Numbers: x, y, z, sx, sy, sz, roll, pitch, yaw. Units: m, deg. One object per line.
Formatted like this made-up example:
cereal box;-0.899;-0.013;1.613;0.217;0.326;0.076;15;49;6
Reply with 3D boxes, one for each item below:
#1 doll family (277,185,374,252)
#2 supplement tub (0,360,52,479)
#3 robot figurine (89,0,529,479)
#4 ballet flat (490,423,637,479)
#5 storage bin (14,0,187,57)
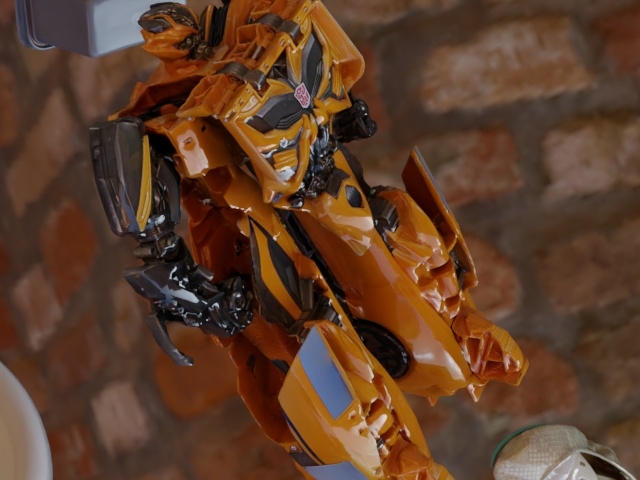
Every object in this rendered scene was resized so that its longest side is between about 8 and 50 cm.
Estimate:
doll family;-0.014;0.025;1.412;0.076;0.193;0.111;11;140;13
supplement tub;-0.271;0.194;1.018;0.194;0.193;0.316;-13;153;-27
robot figurine;0.000;0.000;0.882;0.085;0.291;0.211;-9;-144;34
ballet flat;0.174;0.158;1.194;0.168;0.052;0.057;15;111;-56
storage bin;-0.182;-0.212;1.522;0.135;0.091;0.098;-24;125;-37
